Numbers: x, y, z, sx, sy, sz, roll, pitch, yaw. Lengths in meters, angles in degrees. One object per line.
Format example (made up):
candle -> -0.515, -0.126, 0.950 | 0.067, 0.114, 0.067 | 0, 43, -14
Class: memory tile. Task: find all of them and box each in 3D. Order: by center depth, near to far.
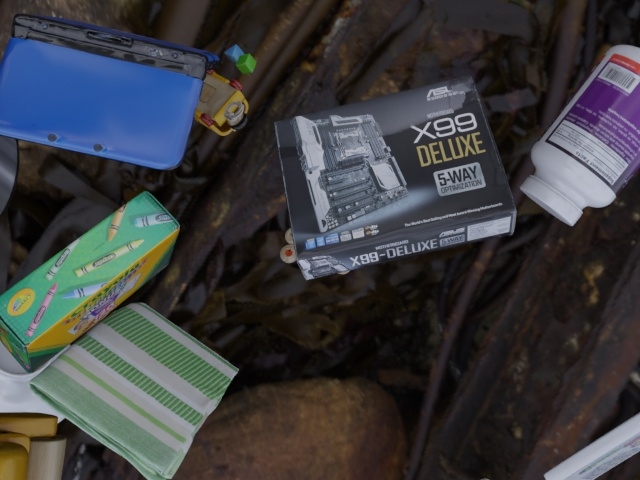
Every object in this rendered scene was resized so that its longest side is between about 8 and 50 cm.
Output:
memory tile -> 0.000, 0.000, 1.509 | 0.012, 0.148, 0.113 | 55, 49, -64

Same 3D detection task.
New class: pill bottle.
pill bottle -> 0.525, -0.191, 1.477 | 0.181, 0.181, 0.323 | 32, 99, -33

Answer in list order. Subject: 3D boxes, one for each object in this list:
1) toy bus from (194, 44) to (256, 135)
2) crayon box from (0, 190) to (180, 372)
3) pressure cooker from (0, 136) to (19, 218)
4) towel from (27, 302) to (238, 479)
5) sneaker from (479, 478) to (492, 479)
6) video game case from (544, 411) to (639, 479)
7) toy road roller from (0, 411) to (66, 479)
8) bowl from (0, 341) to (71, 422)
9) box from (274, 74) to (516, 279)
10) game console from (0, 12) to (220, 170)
toy bus -> -0.194, -0.261, 1.542 | 0.191, 0.202, 0.104 | -16, 143, 26
crayon box -> -0.345, 0.062, 1.167 | 0.081, 0.165, 0.278 | 46, 63, 5
pressure cooker -> -0.683, -0.153, 1.140 | 0.375, 0.420, 0.370 | -1, 77, 0
towel -> -0.284, 0.227, 1.274 | 0.248, 0.325, 0.038 | 36, 114, 0
sneaker -> 0.218, 0.423, 1.063 | 0.237, 0.086, 0.085 | -49, 148, -45
video game case -> 0.343, 0.238, 0.906 | 0.157, 0.019, 0.143 | -39, 148, 14
toy road roller -> -0.537, 0.400, 1.294 | 0.329, 0.240, 0.203 | 15, 78, -53
bowl -> -0.691, 0.287, 1.806 | 0.297, 0.298, 0.134 | 2, 139, -23
box -> 0.102, -0.094, 1.144 | 0.307, 0.243, 0.076 | -12, 152, 5
game console -> -0.324, -0.234, 1.213 | 0.293, 0.250, 0.173 | 13, 103, -3
